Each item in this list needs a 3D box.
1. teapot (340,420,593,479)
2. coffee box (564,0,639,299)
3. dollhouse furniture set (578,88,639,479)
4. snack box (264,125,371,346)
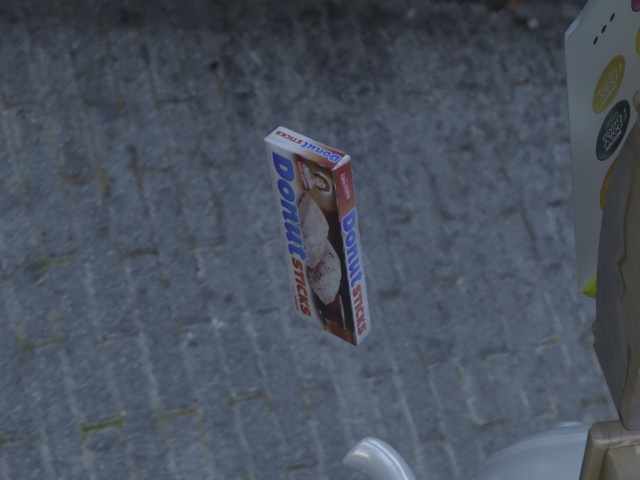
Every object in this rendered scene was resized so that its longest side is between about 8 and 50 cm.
[{"bbox_3d":[0.185,0.210,0.892,0.256,0.252,0.187,37,40,-38],"label":"teapot"},{"bbox_3d":[0.422,-0.117,1.012,0.338,0.338,0.334,21,44,-12],"label":"coffee box"},{"bbox_3d":[0.263,-0.064,0.568,0.303,0.356,0.174,-5,41,-7],"label":"dollhouse furniture set"},{"bbox_3d":[0.000,0.000,0.964,0.064,0.178,0.022,26,53,32],"label":"snack box"}]
